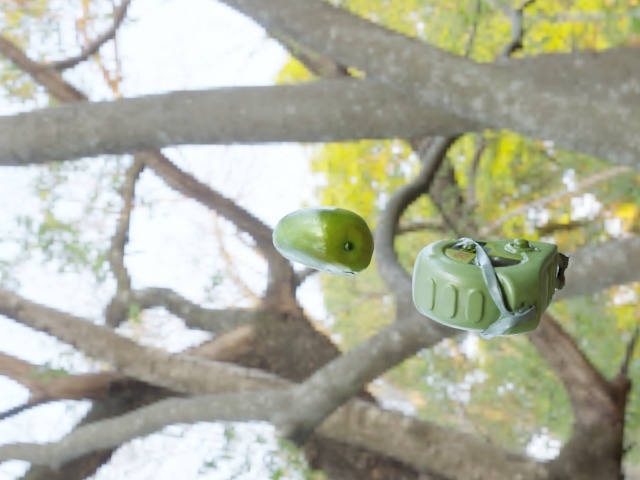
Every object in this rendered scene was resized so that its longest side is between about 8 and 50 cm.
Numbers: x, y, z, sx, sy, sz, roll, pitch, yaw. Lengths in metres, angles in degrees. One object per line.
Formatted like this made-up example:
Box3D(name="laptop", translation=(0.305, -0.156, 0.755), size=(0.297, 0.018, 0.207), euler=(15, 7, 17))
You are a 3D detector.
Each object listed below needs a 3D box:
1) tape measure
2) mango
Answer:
Box3D(name="tape measure", translation=(0.198, 0.057, 1.607), size=(0.200, 0.175, 0.106), euler=(-48, -37, -65))
Box3D(name="mango", translation=(0.000, 0.000, 1.172), size=(0.073, 0.108, 0.056), euler=(27, -110, -32))
